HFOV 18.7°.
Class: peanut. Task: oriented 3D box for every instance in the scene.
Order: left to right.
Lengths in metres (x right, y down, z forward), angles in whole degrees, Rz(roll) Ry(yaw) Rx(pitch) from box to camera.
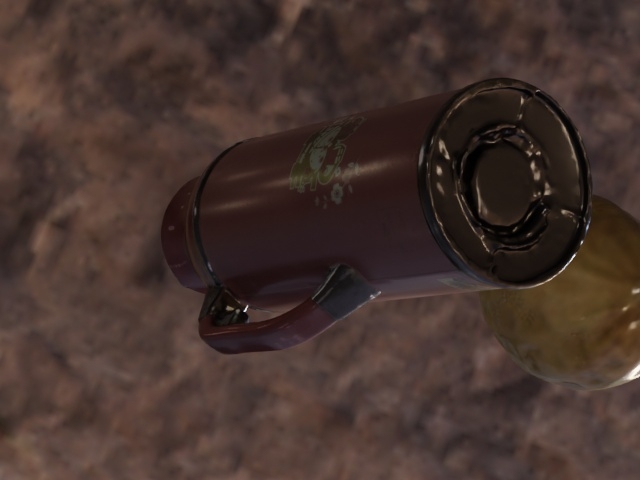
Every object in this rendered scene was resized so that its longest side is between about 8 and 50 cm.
[{"bbox_3d":[0.190,0.037,1.420,0.159,0.140,0.109,42,-34,22],"label":"peanut"}]

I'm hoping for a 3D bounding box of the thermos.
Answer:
[{"bbox_3d":[0.007,-0.002,1.126,0.109,0.136,0.330,5,-8,-33],"label":"thermos"}]
